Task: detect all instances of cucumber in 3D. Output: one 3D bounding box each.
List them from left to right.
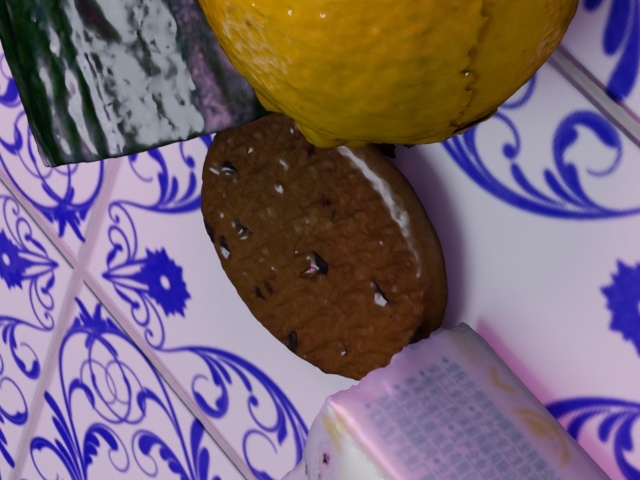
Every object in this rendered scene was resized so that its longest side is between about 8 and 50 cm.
[{"bbox_3d":[-0.087,-0.131,0.877,0.191,0.191,0.130,-3,103,49],"label":"cucumber"}]

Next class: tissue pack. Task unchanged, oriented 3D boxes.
[{"bbox_3d":[0.118,0.288,0.882,0.388,0.162,0.287,49,135,19],"label":"tissue pack"}]

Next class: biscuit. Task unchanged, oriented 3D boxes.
[{"bbox_3d":[0.000,0.000,0.945,0.212,0.036,0.212,28,136,31],"label":"biscuit"}]

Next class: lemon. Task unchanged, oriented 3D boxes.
[{"bbox_3d":[0.035,-0.156,0.714,0.204,0.204,0.260,39,135,28],"label":"lemon"}]

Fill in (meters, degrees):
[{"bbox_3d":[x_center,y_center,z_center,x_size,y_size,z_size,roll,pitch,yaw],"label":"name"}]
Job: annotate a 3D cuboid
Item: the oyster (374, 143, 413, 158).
[{"bbox_3d":[0.048,-0.092,0.866,0.132,0.029,0.086,-32,84,54],"label":"oyster"}]
